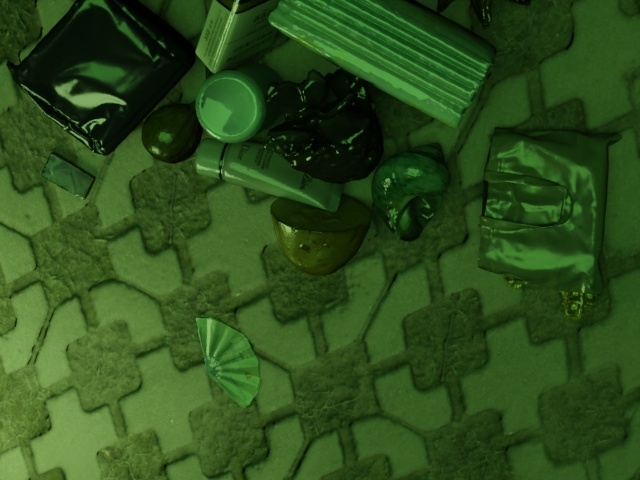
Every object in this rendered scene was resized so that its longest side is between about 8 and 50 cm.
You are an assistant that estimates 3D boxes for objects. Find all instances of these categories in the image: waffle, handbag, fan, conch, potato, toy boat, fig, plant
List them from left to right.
[{"bbox_3d":[-0.561,-0.143,2.048,0.115,0.016,0.063,31,109,1],"label":"toy boat"},{"bbox_3d":[-0.443,-0.365,1.880,0.275,0.178,0.302,42,111,-18],"label":"handbag"},{"bbox_3d":[-0.276,-0.268,1.919,0.124,0.124,0.236,34,90,1],"label":"fig"},{"bbox_3d":[-0.209,0.272,2.096,0.131,0.009,0.240,-25,99,15],"label":"fan"},{"bbox_3d":[0.000,0.000,1.903,0.203,0.178,0.158,-7,123,-11],"label":"potato"},{"bbox_3d":[0.009,-0.228,1.758,0.199,0.276,0.188,-13,71,16],"label":"plant"},{"bbox_3d":[0.184,-0.106,1.850,0.176,0.122,0.188,34,112,-30],"label":"conch"},{"bbox_3d":[0.440,-0.063,1.801,0.253,0.109,0.316,7,89,13],"label":"handbag"},{"bbox_3d":[0.476,0.075,1.875,0.194,0.051,0.149,38,106,0],"label":"waffle"}]

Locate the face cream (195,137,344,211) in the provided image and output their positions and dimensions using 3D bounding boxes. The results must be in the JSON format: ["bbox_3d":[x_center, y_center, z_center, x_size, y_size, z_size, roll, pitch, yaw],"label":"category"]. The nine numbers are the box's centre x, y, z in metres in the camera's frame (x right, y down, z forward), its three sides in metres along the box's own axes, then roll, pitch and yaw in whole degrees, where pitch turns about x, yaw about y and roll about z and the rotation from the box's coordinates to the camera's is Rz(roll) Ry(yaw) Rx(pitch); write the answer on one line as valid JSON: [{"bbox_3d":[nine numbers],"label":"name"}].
[{"bbox_3d":[-0.101,-0.147,1.912,0.314,0.089,0.143,12,64,8],"label":"face cream"}]

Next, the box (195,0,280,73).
[{"bbox_3d":[-0.132,-0.441,1.733,0.071,0.168,0.259,49,147,11],"label":"box"}]

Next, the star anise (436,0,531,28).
[{"bbox_3d":[0.281,-0.525,1.708,0.272,0.102,0.272,-2,97,-22],"label":"star anise"}]

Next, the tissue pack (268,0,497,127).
[{"bbox_3d":[0.125,-0.375,1.699,0.388,0.287,0.162,30,110,2],"label":"tissue pack"}]

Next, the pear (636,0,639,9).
[{"bbox_3d":[0.693,-0.438,1.653,0.288,0.139,0.239,13,116,10],"label":"pear"}]

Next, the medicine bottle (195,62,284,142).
[{"bbox_3d":[-0.150,-0.275,1.815,0.139,0.225,0.139,3,106,11],"label":"medicine bottle"}]
